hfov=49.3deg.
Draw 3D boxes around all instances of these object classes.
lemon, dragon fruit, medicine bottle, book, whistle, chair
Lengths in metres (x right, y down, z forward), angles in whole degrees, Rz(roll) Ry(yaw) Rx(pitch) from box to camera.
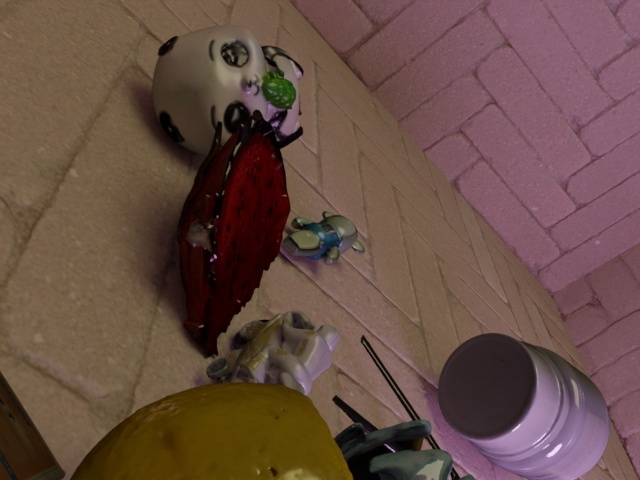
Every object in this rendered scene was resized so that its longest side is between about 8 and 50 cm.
[{"bbox_3d":[-0.089,0.227,0.495,0.240,0.219,0.240,169,-90,-73],"label":"lemon"},{"bbox_3d":[-0.120,-0.044,0.946,0.100,0.282,0.343,13,21,9],"label":"dragon fruit"},{"bbox_3d":[0.389,0.320,1.339,0.306,0.245,0.245,33,29,-41],"label":"medicine bottle"},{"bbox_3d":[-0.240,0.104,0.465,0.170,0.018,0.242,55,-16,4],"label":"book"},{"bbox_3d":[0.000,0.000,1.263,0.114,0.077,0.235,49,25,13],"label":"whistle"},{"bbox_3d":[0.054,0.277,0.820,0.247,0.158,0.172,49,24,-8],"label":"chair"}]

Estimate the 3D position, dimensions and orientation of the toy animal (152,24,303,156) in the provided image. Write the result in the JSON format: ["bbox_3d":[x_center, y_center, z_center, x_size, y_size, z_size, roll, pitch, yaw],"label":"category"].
[{"bbox_3d":[-0.140,-0.236,1.137,0.212,0.212,0.267,56,17,6],"label":"toy animal"}]

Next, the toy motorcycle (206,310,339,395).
[{"bbox_3d":[-0.048,0.145,0.822,0.229,0.151,0.074,-91,161,-68],"label":"toy motorcycle"}]

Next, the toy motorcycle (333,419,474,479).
[{"bbox_3d":[0.050,0.289,0.647,0.206,0.260,0.154,40,-13,33],"label":"toy motorcycle"}]
